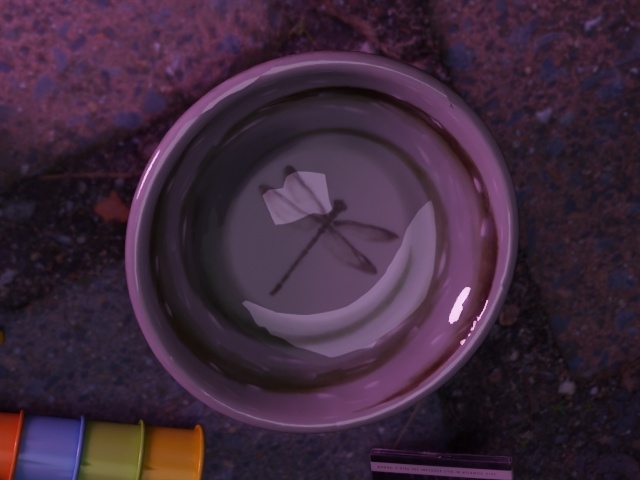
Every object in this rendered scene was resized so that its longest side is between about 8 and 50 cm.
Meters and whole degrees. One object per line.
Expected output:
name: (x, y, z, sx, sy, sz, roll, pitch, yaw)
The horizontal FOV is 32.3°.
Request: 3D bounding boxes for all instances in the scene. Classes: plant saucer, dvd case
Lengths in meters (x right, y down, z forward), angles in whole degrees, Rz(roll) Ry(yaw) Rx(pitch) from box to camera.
plant saucer: (0.000, 0.000, 1.132, 0.401, 0.100, 0.400, -4, 108, -12)
dvd case: (0.148, 0.344, 1.279, 0.165, 0.018, 0.221, -1, 111, 20)

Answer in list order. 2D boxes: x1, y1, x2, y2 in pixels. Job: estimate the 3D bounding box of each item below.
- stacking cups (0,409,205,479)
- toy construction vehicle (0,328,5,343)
stacking cups: (-0.281, 0.219, 1.141, 0.316, 0.096, 0.096, 10, 105, -16)
toy construction vehicle: (-0.376, 0.078, 1.111, 0.098, 0.035, 0.085, -15, 99, -11)
